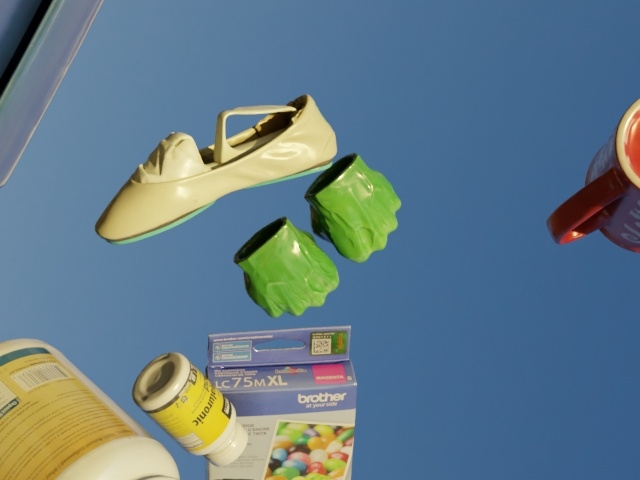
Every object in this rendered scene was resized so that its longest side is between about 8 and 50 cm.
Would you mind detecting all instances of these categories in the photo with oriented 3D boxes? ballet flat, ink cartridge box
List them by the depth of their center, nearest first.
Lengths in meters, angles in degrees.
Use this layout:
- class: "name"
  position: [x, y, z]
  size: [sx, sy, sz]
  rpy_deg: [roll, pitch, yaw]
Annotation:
- class: "ballet flat"
  position: [-0.102, -0.075, 1.259]
  size: [0.086, 0.248, 0.086]
  rpy_deg: [49, -28, 38]
- class: "ink cartridge box"
  position: [-0.052, 0.251, 1.703]
  size: [0.065, 0.185, 0.311]
  rpy_deg: [-105, -165, -59]

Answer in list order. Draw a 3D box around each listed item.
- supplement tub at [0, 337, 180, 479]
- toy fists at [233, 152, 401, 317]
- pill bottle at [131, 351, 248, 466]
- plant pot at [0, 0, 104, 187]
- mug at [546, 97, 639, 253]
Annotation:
- class: "supplement tub"
  position: [-0.198, 0.182, 1.022]
  size: [0.199, 0.144, 0.144]
  rpy_deg: [36, -75, 32]
- class: "toy fists"
  position: [0.000, 0.000, 2.065]
  size: [0.279, 0.142, 0.096]
  rpy_deg: [-43, -161, -12]
- class: "pill bottle"
  position: [-0.122, 0.165, 1.297]
  size: [0.065, 0.116, 0.065]
  rpy_deg: [-26, -144, 21]
- class: "plant pot"
  position: [-0.285, -0.170, 0.926]
  size: [0.236, 0.212, 0.236]
  rpy_deg: [-61, -150, 4]
- class: "mug"
  position: [0.271, -0.044, 1.115]
  size: [0.150, 0.113, 0.169]
  rpy_deg: [-55, 169, -5]
